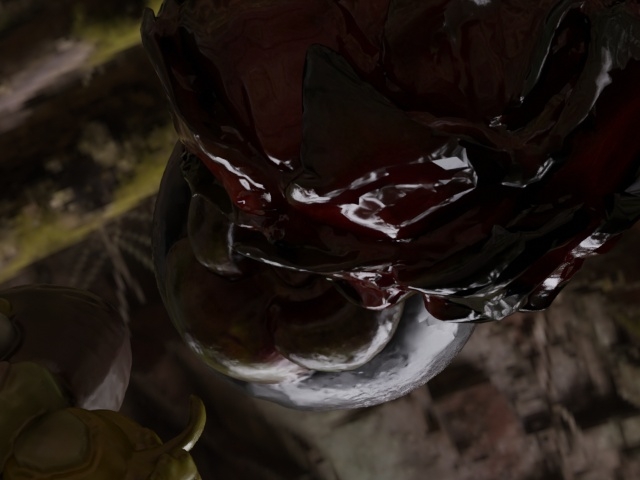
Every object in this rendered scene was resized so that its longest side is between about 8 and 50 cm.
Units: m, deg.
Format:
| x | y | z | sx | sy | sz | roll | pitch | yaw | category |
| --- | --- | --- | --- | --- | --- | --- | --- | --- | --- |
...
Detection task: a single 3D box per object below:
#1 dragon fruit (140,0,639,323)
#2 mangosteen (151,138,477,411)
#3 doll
| x | y | z | sx | sy | sz | roll | pitch | yaw | category |
| --- | --- | --- | --- | --- | --- | --- | --- | --- | --- |
| 0.028 | -0.064 | 0.541 | 0.189 | 0.182 | 0.182 | 22 | -152 | -12 | dragon fruit |
| 0.000 | 0.000 | 0.907 | 0.210 | 0.210 | 0.210 | -15 | -151 | 9 | mangosteen |
| -0.125 | 0.074 | 0.720 | 0.188 | 0.096 | 0.145 | -3 | -137 | 31 | doll |
